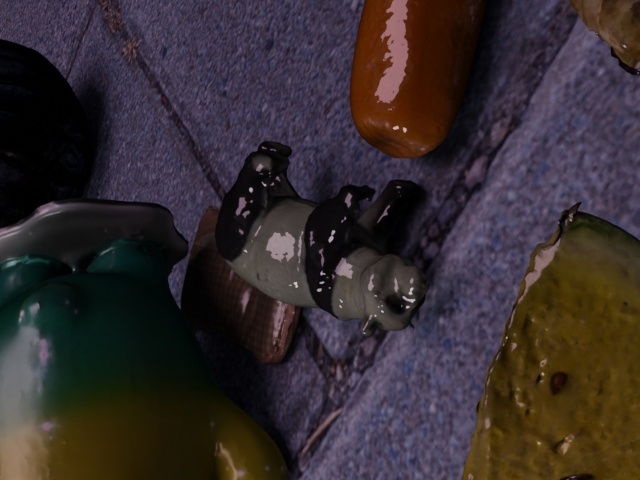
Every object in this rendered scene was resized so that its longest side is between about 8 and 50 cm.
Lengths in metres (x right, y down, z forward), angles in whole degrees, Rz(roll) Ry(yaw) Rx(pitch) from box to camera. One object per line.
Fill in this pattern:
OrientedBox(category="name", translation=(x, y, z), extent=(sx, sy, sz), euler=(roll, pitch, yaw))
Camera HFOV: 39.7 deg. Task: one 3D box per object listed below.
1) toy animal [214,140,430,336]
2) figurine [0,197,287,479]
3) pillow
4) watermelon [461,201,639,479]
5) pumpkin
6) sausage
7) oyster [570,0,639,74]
OrientedBox(category="toy animal", translation=(0.000, 0.000, 0.688), extent=(0.225, 0.094, 0.121), euler=(21, 107, 38))
OrientedBox(category="figurine", translation=(-0.201, 0.150, 0.775), extent=(0.231, 0.323, 0.340), euler=(82, 177, -62))
OrientedBox(category="pillow", translation=(-0.077, 0.038, 0.849), extent=(0.211, 0.034, 0.135), euler=(9, 84, 55))
OrientedBox(category="watermelon", translation=(0.120, 0.133, 0.440), extent=(0.123, 0.129, 0.301), euler=(26, 106, 58))
OrientedBox(category="pumpkin", translation=(-0.496, -0.117, 1.312), extent=(0.363, 0.266, 0.363), euler=(-32, 50, 46))
OrientedBox(category="sausage", translation=(0.077, -0.180, 0.652), extent=(0.098, 0.098, 0.238), euler=(9, 87, 56))
OrientedBox(category="oyster", translation=(0.234, -0.110, 0.422), extent=(0.129, 0.078, 0.345), euler=(-55, 36, 15))
